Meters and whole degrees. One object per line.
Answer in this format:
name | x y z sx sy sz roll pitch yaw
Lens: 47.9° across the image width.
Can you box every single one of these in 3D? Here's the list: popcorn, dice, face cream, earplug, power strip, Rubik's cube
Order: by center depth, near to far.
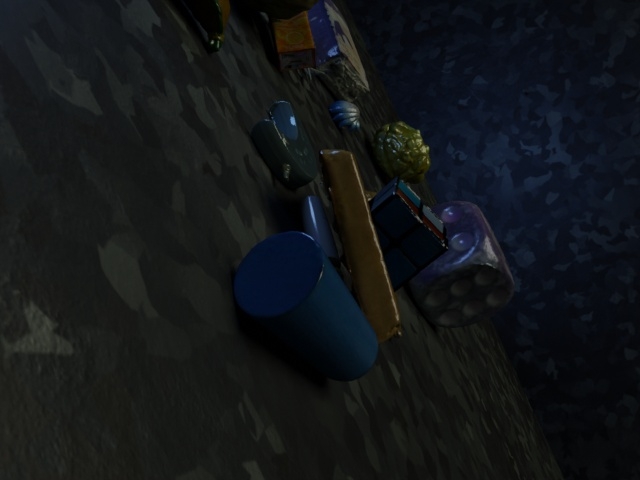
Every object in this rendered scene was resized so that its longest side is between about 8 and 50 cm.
earplug | 0.000 0.116 1.034 0.273 0.132 0.132 53 18 -47
face cream | 0.000 0.000 1.341 0.072 0.051 0.182 61 12 -56
power strip | -0.065 -0.182 1.421 0.167 0.054 0.253 58 16 -18
Rubik's cube | 0.175 -0.017 1.659 0.183 0.167 0.180 47 18 -9
dice | 0.390 0.070 2.093 0.270 0.270 0.271 51 20 -40
popcorn | 0.278 -0.307 2.498 0.255 0.195 0.256 59 -3 -36

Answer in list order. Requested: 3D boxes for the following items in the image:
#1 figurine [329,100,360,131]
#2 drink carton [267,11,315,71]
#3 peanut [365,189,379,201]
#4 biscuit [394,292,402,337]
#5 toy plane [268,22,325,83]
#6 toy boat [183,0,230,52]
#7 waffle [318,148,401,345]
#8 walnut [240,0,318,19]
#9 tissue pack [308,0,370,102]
figurine | 0.068 -0.377 2.161 0.114 0.079 0.114 14 60 -26
drink carton | -0.077 -0.532 1.802 0.071 0.096 0.223 91 -10 -61
peanut | 0.144 -0.074 1.882 0.099 0.099 0.214 69 11 18
biscuit | 0.143 0.121 1.661 0.131 0.025 0.231 57 15 -20
toy plane | -0.072 -0.524 1.941 0.226 0.058 0.226 53 20 -26
toy boat | -0.232 -0.438 1.270 0.229 0.089 0.088 51 59 -39
waffle | 0.071 0.019 1.323 0.304 0.077 0.348 66 9 -83
walnut | -0.103 -0.660 1.671 0.277 0.253 0.282 13 58 -42
tissue pack | 0.034 -0.634 2.333 0.242 0.125 0.343 39 29 -56
